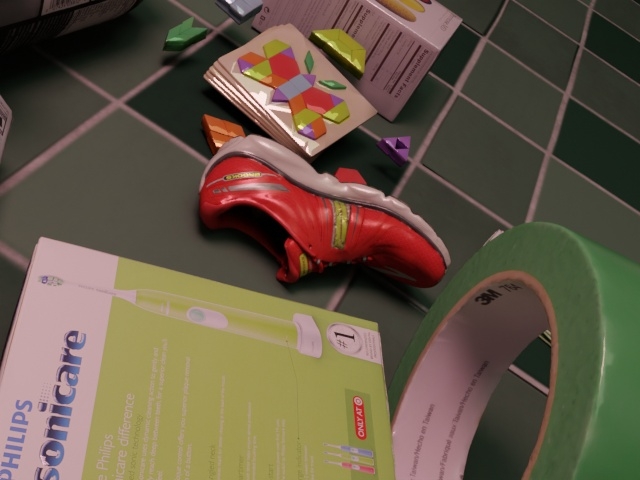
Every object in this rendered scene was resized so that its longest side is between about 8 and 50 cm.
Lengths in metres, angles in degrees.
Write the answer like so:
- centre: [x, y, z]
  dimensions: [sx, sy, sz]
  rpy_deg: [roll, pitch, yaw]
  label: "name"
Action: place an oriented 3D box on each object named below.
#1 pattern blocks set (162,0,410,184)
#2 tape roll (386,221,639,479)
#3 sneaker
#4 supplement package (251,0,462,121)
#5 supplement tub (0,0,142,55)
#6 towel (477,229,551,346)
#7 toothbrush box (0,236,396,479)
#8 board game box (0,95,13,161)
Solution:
- centre: [-0.032, -0.182, 0.993]
  dimensions: [0.325, 0.026, 0.285]
  rpy_deg: [34, 52, -1]
  label: "pattern blocks set"
- centre: [0.130, 0.146, 0.590]
  dimensions: [0.077, 0.321, 0.321]
  rpy_deg: [24, 40, -12]
  label: "tape roll"
- centre: [0.000, 0.000, 0.848]
  dimensions: [0.279, 0.107, 0.118]
  rpy_deg: [23, 59, -8]
  label: "sneaker"
- centre: [0.054, -0.308, 1.142]
  dimensions: [0.244, 0.134, 0.139]
  rpy_deg: [34, 40, 0]
  label: "supplement package"
- centre: [-0.310, -0.314, 0.845]
  dimensions: [0.207, 0.207, 0.338]
  rpy_deg: [40, 40, 7]
  label: "supplement tub"
- centre: [0.259, 0.056, 1.002]
  dimensions: [0.152, 0.023, 0.113]
  rpy_deg: [42, 41, 9]
  label: "towel"
- centre: [-0.096, 0.141, 0.598]
  dimensions: [0.283, 0.122, 0.206]
  rpy_deg: [17, 43, -21]
  label: "toothbrush box"
- centre: [-0.334, -0.060, 0.557]
  dimensions: [0.097, 0.224, 0.303]
  rpy_deg: [-15, 46, 9]
  label: "board game box"
